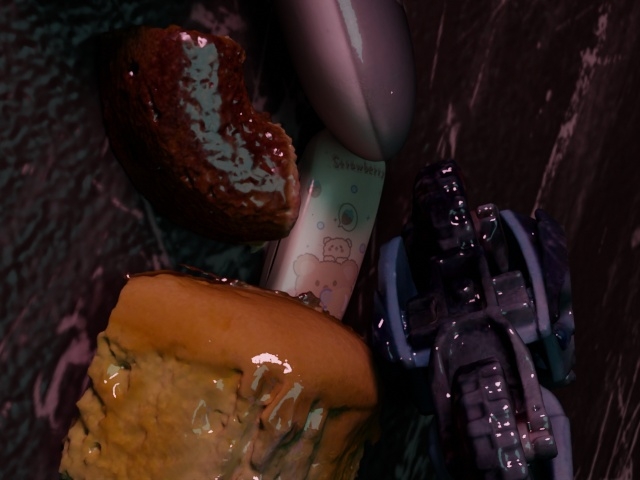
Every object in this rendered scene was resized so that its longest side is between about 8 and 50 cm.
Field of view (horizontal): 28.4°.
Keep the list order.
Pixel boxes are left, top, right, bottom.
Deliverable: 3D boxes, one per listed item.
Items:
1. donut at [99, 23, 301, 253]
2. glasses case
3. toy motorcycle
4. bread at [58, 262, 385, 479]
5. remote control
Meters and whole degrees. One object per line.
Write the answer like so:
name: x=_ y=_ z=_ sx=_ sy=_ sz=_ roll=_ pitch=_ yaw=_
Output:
donut: x=-0.090 y=-0.076 z=0.999 sx=0.144 sy=0.126 sz=0.187 roll=-5 pitch=94 yaw=-25
glasses case: x=0.000 y=0.000 z=1.094 sx=0.081 sy=0.051 sz=0.204 roll=21 pitch=80 yaw=-29
toy motorcycle: x=0.142 y=0.108 z=1.040 sx=0.172 sy=0.416 sz=0.232 roll=-15 pitch=122 yaw=6
bread: x=-0.055 y=0.136 z=0.991 sx=0.262 sy=0.162 sz=0.204 roll=17 pitch=94 yaw=-28
remote control: x=0.004 y=-0.222 z=1.009 sx=0.103 sy=0.221 sz=0.332 roll=-15 pitch=102 yaw=6
